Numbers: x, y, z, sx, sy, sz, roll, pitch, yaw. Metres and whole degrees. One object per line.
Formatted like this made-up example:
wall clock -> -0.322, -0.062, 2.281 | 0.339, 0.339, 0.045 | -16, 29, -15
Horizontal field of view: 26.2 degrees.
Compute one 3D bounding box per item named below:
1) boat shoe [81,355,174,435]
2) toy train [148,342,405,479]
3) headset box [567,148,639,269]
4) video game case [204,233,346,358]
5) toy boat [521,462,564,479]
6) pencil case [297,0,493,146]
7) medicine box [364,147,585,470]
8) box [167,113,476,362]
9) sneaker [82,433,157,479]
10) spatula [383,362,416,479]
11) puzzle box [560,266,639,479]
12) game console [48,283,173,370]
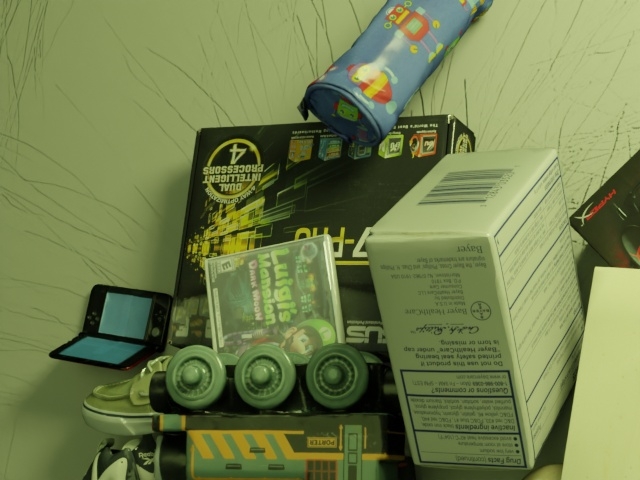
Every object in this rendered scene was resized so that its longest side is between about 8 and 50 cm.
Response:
boat shoe -> -0.197, 0.201, 1.867 | 0.302, 0.109, 0.094 | -7, 104, 26
toy train -> -0.051, 0.222, 1.639 | 0.334, 0.142, 0.190 | -2, 79, 16
headset box -> 0.471, 0.011, 1.600 | 0.218, 0.110, 0.293 | -45, 62, 10
video game case -> -0.058, 0.098, 1.759 | 0.173, 0.022, 0.190 | -12, 71, 13
toy boat -> 0.346, 0.405, 1.556 | 0.318, 0.148, 0.267 | 11, 87, 34
pencil case -> 0.104, -0.249, 1.787 | 0.119, 0.133, 0.306 | 35, 66, 7
medicine box -> 0.190, 0.074, 1.574 | 0.149, 0.263, 0.289 | -2, 112, 27
box -> 0.000, 0.000, 1.842 | 0.395, 0.097, 0.318 | 0, 77, 27
sneaker -> -0.233, 0.343, 1.872 | 0.235, 0.094, 0.153 | 19, 94, 39
spatula -> 0.106, 0.258, 1.744 | 0.084, 0.030, 0.296 | -16, 53, 22
puzzle box -> 0.396, 0.234, 1.463 | 0.272, 0.052, 0.408 | 4, 73, 28
game console -> -0.299, 0.122, 1.967 | 0.144, 0.085, 0.124 | 7, 81, 27
